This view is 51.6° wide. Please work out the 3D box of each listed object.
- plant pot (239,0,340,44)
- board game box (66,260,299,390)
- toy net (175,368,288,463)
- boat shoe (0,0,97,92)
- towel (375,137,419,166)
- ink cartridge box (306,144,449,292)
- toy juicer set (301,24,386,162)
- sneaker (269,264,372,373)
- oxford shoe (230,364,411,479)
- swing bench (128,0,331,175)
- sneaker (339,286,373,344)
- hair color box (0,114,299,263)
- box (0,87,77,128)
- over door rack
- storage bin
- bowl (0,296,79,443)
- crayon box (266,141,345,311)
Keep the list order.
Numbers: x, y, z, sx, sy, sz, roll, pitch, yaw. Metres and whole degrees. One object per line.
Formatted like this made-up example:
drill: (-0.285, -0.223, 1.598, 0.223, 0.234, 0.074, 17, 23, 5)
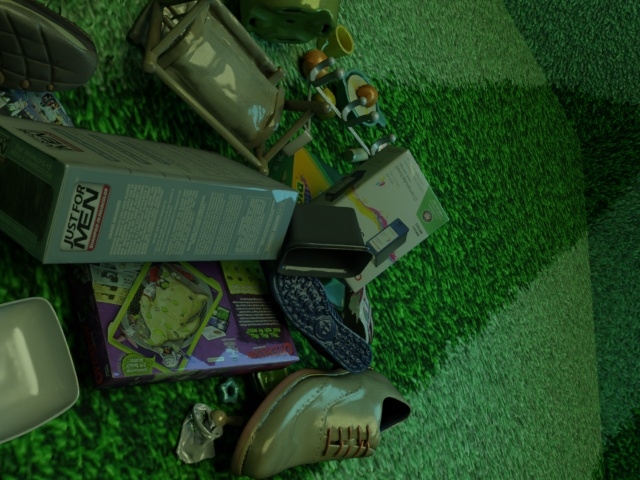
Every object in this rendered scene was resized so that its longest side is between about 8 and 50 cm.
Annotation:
plant pot: (-0.056, -0.523, 1.255, 0.276, 0.276, 0.253, 7, 84, -53)
board game box: (-0.183, 0.093, 0.945, 0.347, 0.056, 0.208, 9, 51, -52)
toy net: (-0.138, 0.233, 0.993, 0.232, 0.045, 0.122, -44, 113, -52)
boat shoe: (-0.411, -0.283, 0.724, 0.356, 0.132, 0.130, 20, 54, -41)
towel: (0.181, -0.146, 1.566, 0.197, 0.029, 0.144, 23, 70, -53)
ink cartridge box: (0.086, -0.039, 1.128, 0.212, 0.093, 0.154, -36, 112, -7)
toy juicer set: (0.072, -0.298, 1.459, 0.328, 0.090, 0.209, 62, 36, -18)
sneaker: (-0.012, 0.127, 1.086, 0.081, 0.090, 0.232, -43, 107, -17)
oxford shoe: (0.019, 0.289, 1.064, 0.397, 0.147, 0.140, -14, 125, -54)
swing bench: (-0.152, -0.271, 1.045, 0.253, 0.165, 0.254, 43, 4, -35)
sneaker: (0.069, 0.132, 1.316, 0.077, 0.072, 0.178, 15, 73, -64)
hair color box: (-0.221, -0.058, 0.851, 0.375, 0.185, 0.113, 2, 111, -54)
box: (-0.376, -0.167, 0.838, 0.137, 0.027, 0.094, 60, 38, -19)
over door rack: (0.063, -0.193, 1.262, 0.239, 0.108, 0.324, 47, 32, -25)
storage bin: (0.000, 0.000, 1.009, 0.135, 0.098, 0.091, 4, 57, -18)
bowl: (-0.350, 0.144, 0.727, 0.142, 0.053, 0.141, -21, 94, -56)
crayon box: (-0.032, -0.019, 1.208, 0.165, 0.081, 0.278, 30, 54, -45)
